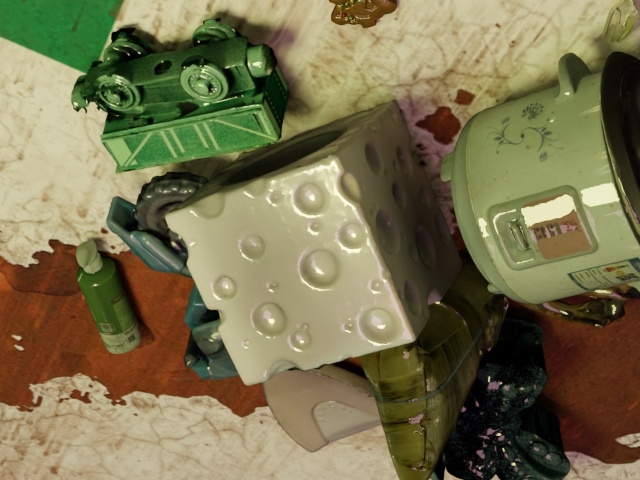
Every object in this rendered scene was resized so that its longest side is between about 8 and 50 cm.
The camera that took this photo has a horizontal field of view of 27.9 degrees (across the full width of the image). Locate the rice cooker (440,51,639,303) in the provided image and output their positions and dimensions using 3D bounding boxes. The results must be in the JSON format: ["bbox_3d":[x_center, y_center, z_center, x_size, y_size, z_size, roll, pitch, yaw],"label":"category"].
[{"bbox_3d":[0.315,-0.065,1.489,0.317,0.264,0.316,10,114,23],"label":"rice cooker"}]

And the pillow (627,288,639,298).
[{"bbox_3d":[0.431,0.005,1.685,0.141,0.055,0.208,2,135,18],"label":"pillow"}]

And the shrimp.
[{"bbox_3d":[0.343,0.069,1.728,0.254,0.059,0.145,13,137,23],"label":"shrimp"}]

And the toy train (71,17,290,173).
[{"bbox_3d":[-0.168,-0.183,1.577,0.269,0.115,0.154,-9,141,19],"label":"toy train"}]

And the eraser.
[{"bbox_3d":[-0.002,0.234,1.999,0.204,0.059,0.243,-23,130,30],"label":"eraser"}]

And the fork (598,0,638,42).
[{"bbox_3d":[0.352,-0.298,1.412,0.034,0.028,0.219,15,136,1],"label":"fork"}]

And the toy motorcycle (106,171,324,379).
[{"bbox_3d":[-0.148,0.072,1.782,0.232,0.172,0.416,-19,134,25],"label":"toy motorcycle"}]

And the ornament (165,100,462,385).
[{"bbox_3d":[0.000,0.000,1.580,0.240,0.239,0.239,-18,103,26],"label":"ornament"}]

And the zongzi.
[{"bbox_3d":[0.169,0.184,1.742,0.125,0.251,0.274,12,128,40],"label":"zongzi"}]

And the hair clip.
[{"bbox_3d":[0.244,0.255,1.890,0.206,0.194,0.310,-11,131,12],"label":"hair clip"}]

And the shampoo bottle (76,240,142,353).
[{"bbox_3d":[-0.317,0.082,1.902,0.065,0.065,0.204,-1,135,12],"label":"shampoo bottle"}]

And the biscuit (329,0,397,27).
[{"bbox_3d":[0.043,-0.285,1.496,0.082,0.016,0.092,-7,135,18],"label":"biscuit"}]
